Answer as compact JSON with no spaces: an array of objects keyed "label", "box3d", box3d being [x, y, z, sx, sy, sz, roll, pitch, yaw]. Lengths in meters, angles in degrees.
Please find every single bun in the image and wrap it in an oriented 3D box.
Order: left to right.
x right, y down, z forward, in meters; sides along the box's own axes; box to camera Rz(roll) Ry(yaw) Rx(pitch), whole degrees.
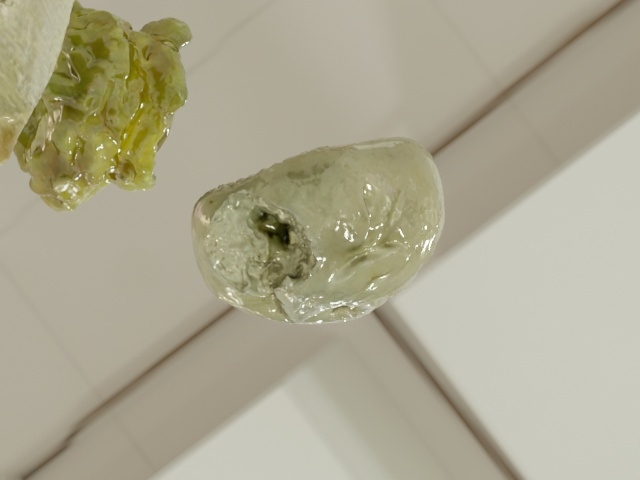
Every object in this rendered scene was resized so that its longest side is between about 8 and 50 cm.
[{"label":"bun","box3d":[0.000,0.000,1.386,0.178,0.128,0.193,-21,172,38]}]

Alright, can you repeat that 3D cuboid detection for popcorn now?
[{"label":"popcorn","box3d":[-0.199,-0.120,1.642,0.155,0.198,0.197,15,146,-29]}]

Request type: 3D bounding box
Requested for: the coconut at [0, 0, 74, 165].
[{"label":"coconut","box3d":[-0.351,-0.190,1.356,0.346,0.346,0.360,-38,143,10]}]
